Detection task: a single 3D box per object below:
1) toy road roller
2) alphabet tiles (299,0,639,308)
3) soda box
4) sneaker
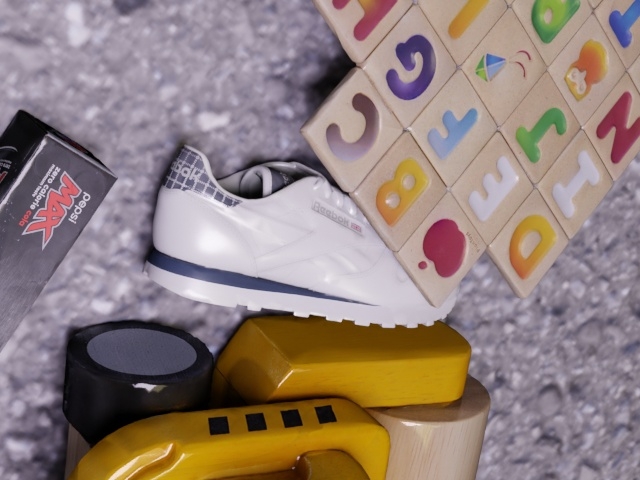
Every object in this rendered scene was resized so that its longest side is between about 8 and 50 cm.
[{"bbox_3d":[-0.013,0.184,1.002,0.329,0.240,0.203,-2,112,-29],"label":"toy road roller"},{"bbox_3d":[0.136,-0.134,1.043,0.342,0.011,0.285,-50,126,-18],"label":"alphabet tiles"},{"bbox_3d":[-0.197,0.010,0.939,0.060,0.053,0.169,32,92,-35],"label":"soda box"},{"bbox_3d":[0.000,0.000,1.031,0.235,0.090,0.095,8,96,-34],"label":"sneaker"}]
